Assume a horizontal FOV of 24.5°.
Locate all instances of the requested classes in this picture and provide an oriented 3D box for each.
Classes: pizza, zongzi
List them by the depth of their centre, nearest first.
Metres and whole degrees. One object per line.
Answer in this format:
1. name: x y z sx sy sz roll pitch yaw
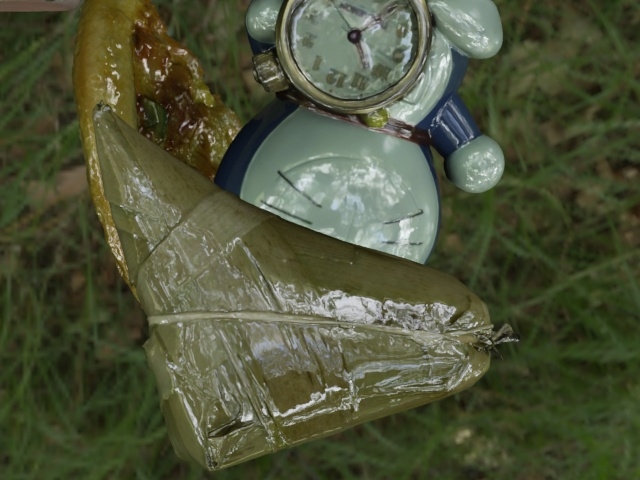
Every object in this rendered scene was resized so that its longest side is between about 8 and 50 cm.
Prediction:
1. zongzi: 0.000 0.000 0.694 0.189 0.081 0.178 -16 93 -14
2. pizza: -0.111 -0.075 1.111 0.058 0.292 0.197 -16 164 26

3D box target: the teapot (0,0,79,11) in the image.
1. teapot: -0.208 -0.330 0.928 0.305 0.361 0.376 5 94 -55

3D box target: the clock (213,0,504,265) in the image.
1. clock: 0.025 -0.068 0.996 0.199 0.146 0.243 20 98 -6
